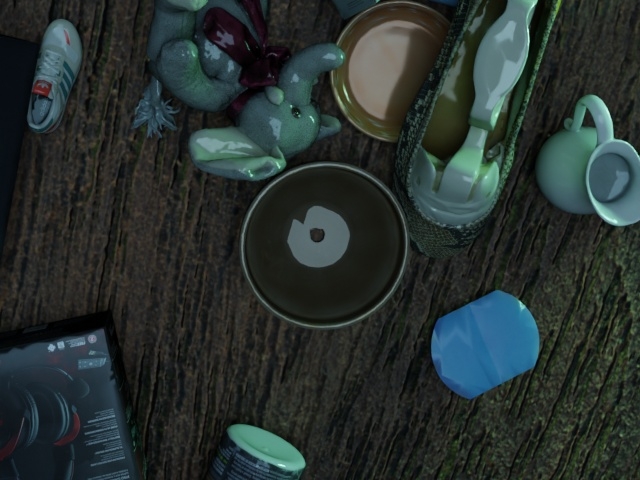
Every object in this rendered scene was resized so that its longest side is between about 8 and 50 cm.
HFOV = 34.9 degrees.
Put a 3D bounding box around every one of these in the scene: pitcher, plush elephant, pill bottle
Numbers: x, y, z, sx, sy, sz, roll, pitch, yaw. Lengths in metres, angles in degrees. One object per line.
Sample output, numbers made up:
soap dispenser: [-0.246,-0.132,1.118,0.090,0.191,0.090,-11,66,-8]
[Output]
pitcher: [0.370,-0.119,1.416,0.125,0.207,0.178,-17,101,-4]
plush elephant: [-0.088,-0.213,1.324,0.255,0.272,0.330,30,124,2]
pill bottle: [-0.128,0.405,1.488,0.130,0.130,0.246,24,96,-10]

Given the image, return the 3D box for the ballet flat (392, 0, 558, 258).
ballet flat: [0.202,-0.171,1.348,0.164,0.182,0.483,15,112,-3]

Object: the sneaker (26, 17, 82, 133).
sneaker: [-0.363,-0.220,1.377,0.057,0.075,0.161,16,98,-9]

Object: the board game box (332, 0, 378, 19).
board game box: [0.123,-0.419,1.285,0.275,0.144,0.142,-34,101,-11]

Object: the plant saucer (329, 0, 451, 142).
plant saucer: [0.110,-0.240,1.451,0.199,0.037,0.200,-1,100,-6]

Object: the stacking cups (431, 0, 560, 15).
stacking cups: [0.173,-0.372,1.416,0.316,0.096,0.096,15,98,-5]

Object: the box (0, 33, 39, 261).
box: [-0.561,-0.120,1.286,0.312,0.179,0.343,14,98,7]

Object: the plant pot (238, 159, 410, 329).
plant pot: [0.000,0.000,1.443,0.237,0.110,0.238,-1,100,-8]

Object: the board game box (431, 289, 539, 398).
board game box: [0.244,0.154,1.540,0.168,0.033,0.133,-26,97,-7]

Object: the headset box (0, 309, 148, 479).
headset box: [-0.374,0.269,1.444,0.218,0.110,0.293,-11,101,-5]
